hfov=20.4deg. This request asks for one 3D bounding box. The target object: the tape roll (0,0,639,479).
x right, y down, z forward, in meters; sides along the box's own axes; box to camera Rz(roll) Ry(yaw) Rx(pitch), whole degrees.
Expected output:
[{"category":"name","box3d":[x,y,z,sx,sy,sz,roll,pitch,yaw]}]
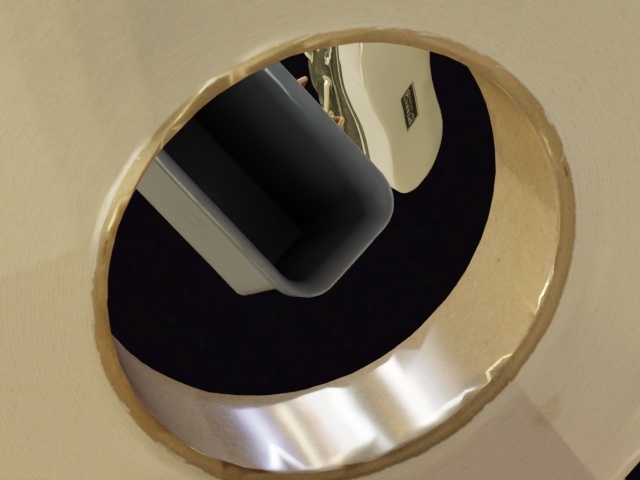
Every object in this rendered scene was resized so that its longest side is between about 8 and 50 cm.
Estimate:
[{"category":"tape roll","box3d":[0.000,0.000,0.744,0.392,0.392,0.072,-9,-151,-18]}]

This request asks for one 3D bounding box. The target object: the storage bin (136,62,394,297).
[{"category":"storage bin","box3d":[-0.040,-0.037,0.925,0.135,0.091,0.098,47,-115,-9]}]

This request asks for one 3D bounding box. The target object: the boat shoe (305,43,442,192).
[{"category":"boat shoe","box3d":[0.024,-0.108,1.093,0.070,0.219,0.077,26,-116,23]}]
